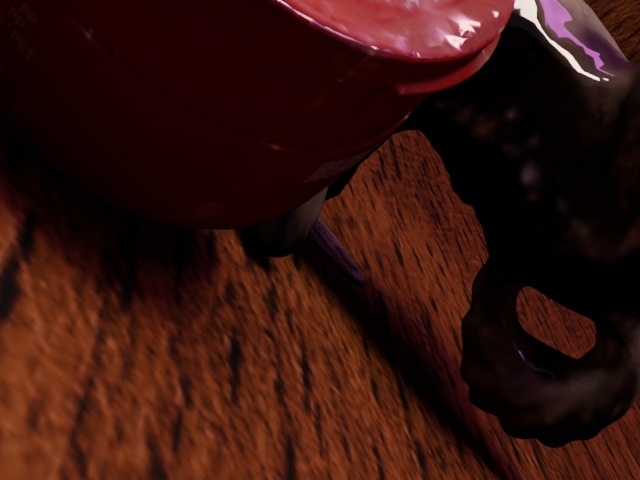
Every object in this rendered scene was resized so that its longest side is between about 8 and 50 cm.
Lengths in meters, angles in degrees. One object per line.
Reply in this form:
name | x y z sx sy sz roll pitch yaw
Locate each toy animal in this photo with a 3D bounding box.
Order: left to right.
toy animal | 0.060 -0.070 0.679 0.344 0.302 0.194 21 9 2

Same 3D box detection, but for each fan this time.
fan | 0.006 0.005 0.746 0.060 0.003 0.080 46 11 -12

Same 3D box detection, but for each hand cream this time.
hand cream | -0.035 -0.110 0.483 0.193 0.125 0.193 22 51 -29
